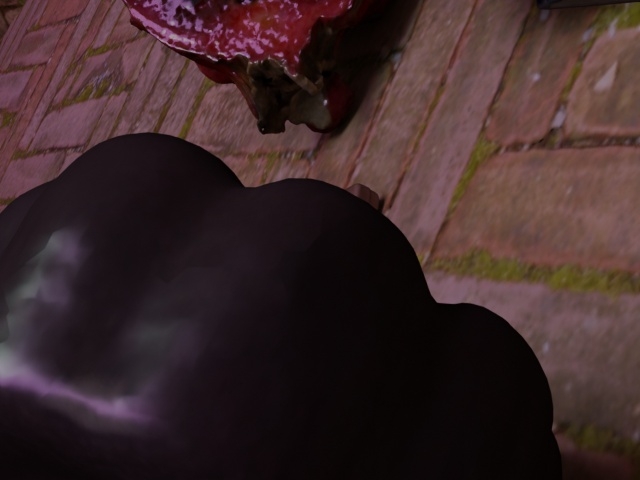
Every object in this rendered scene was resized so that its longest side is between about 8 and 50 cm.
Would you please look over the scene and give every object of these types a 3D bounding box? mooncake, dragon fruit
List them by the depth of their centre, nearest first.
[{"bbox_3d":[-0.033,0.093,0.592,0.306,0.306,0.154,-21,38,55],"label":"mooncake"},{"bbox_3d":[-0.032,-0.174,1.065,0.262,0.134,0.211,-15,56,11],"label":"dragon fruit"}]

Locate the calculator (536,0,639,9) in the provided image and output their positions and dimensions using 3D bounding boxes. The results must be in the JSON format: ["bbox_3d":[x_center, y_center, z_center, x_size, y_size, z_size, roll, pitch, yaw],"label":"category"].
[{"bbox_3d":[0.218,-0.130,0.522,0.262,0.161,0.021,-9,90,62],"label":"calculator"}]

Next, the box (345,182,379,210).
[{"bbox_3d":[0.000,0.000,0.947,0.115,0.025,0.048,-31,43,48],"label":"box"}]
